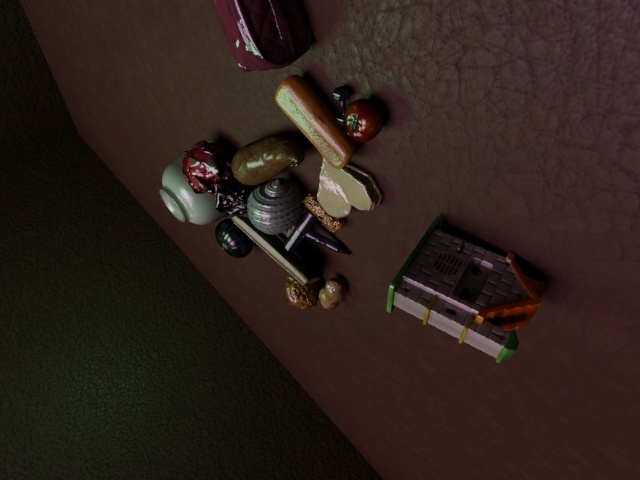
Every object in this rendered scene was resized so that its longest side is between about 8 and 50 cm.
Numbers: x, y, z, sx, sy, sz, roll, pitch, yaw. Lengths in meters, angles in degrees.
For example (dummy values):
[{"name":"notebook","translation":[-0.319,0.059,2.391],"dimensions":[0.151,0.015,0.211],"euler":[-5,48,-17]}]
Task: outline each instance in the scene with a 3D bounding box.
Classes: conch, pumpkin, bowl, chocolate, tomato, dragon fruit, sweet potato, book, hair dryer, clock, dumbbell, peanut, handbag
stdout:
[{"name":"conch","translation":[-0.127,-0.094,1.249],"dimensions":[0.131,0.172,0.199],"euler":[29,137,57]},{"name":"pumpkin","translation":[-0.393,-0.007,1.820],"dimensions":[0.202,0.140,0.202],"euler":[39,154,23]},{"name":"bowl","translation":[-0.597,-0.205,1.826],"dimensions":[0.354,0.185,0.353],"euler":[37,151,25]},{"name":"chocolate","translation":[-0.256,-0.136,1.373],"dimensions":[0.133,0.156,0.156],"euler":[30,149,17]},{"name":"tomato","translation":[0.093,-0.250,0.834],"dimensions":[0.087,0.075,0.087],"euler":[38,140,41]},{"name":"dragon fruit","translation":[-0.391,-0.258,1.439],"dimensions":[0.193,0.192,0.274],"euler":[40,162,-31]},{"name":"sweet potato","translation":[-0.153,-0.237,1.173],"dimensions":[0.423,0.130,0.130],"euler":[2,127,55]},{"name":"book","translation":[-0.152,0.030,1.480],"dimensions":[0.352,0.035,0.239],"euler":[41,-174,11]},{"name":"hair dryer","translation":[-0.003,0.012,1.299],"dimensions":[0.195,0.050,0.173],"euler":[38,127,0]},{"name":"clock","translation":[0.299,0.100,0.820],"dimensions":[0.255,0.220,0.106],"euler":[27,147,24]},{"name":"dumbbell","translation":[0.051,-0.293,0.881],"dimensions":[0.036,0.040,0.083],"euler":[3,136,16]},{"name":"peanut","translation":[0.043,0.193,1.474],"dimensions":[0.089,0.089,0.192],"euler":[43,149,13]},{"name":"handbag","translation":[-0.122,-0.461,0.808],"dimensions":[0.135,0.146,0.225],"euler":[21,140,49]}]

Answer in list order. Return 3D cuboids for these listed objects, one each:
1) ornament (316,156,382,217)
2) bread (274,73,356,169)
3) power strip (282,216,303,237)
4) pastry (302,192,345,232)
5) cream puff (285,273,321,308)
[{"name":"ornament","translation":[0.056,-0.148,1.046],"dimensions":[0.201,0.059,0.180],"euler":[-8,118,56]},{"name":"bread","translation":[-0.005,-0.277,0.945],"dimensions":[0.239,0.074,0.092],"euler":[50,142,-2]},{"name":"power strip","translation":[-0.173,-0.105,1.444],"dimensions":[0.388,0.066,0.092],"euler":[34,143,33]},{"name":"pastry","translation":[0.010,-0.086,1.195],"dimensions":[0.140,0.056,0.080],"euler":[46,161,-6]},{"name":"cream puff","translation":[-0.059,0.192,1.563],"dimensions":[0.115,0.165,0.150],"euler":[-14,91,27]}]
